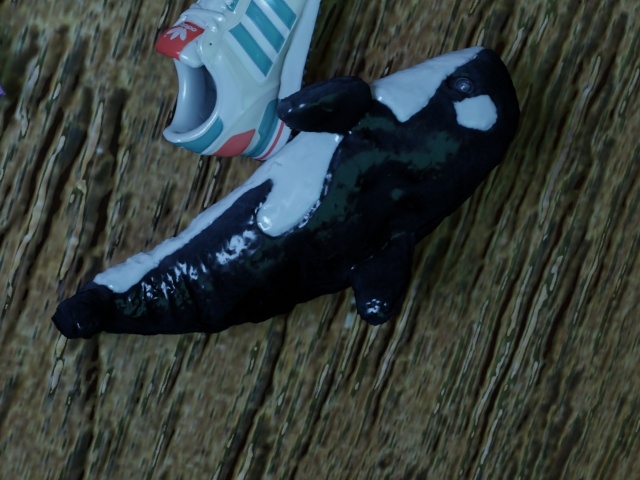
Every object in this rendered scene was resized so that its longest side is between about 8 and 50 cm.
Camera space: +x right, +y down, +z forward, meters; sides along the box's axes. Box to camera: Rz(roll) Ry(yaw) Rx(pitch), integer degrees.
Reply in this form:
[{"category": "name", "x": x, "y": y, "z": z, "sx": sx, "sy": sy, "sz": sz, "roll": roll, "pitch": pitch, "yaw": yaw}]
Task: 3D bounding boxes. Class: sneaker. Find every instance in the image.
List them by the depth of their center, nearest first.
[{"category": "sneaker", "x": -0.046, "y": -0.119, "z": 1.057, "sx": 0.075, "sy": 0.057, "sz": 0.161, "roll": -3, "pitch": 110, "yaw": -36}]

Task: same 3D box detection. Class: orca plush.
[{"category": "orca plush", "x": 0.000, "y": 0.000, "z": 1.065, "sx": 0.287, "sy": 0.102, "sz": 0.151, "roll": -23, "pitch": 148, "yaw": -24}]

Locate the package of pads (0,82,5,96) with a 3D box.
[{"category": "package of pads", "x": -0.195, "y": -0.101, "z": 0.989, "sx": 0.050, "sy": 0.032, "sz": 0.083, "roll": -28, "pitch": 119, "yaw": -24}]
